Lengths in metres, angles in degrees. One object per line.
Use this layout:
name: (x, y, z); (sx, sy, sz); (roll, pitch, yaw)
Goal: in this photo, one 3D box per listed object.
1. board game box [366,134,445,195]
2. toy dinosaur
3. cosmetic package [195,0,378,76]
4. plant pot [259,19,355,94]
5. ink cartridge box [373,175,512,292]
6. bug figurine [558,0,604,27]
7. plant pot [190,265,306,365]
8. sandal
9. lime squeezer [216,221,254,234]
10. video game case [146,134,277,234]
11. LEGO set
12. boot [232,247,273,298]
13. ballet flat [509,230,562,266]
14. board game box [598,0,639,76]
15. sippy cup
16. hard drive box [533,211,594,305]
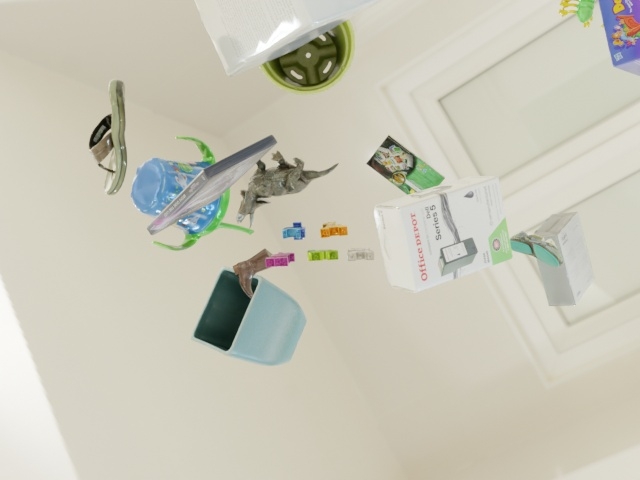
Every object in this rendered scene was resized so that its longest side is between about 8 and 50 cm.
board game box: (0.309, -0.254, 2.853); (0.260, 0.136, 0.030); (37, -165, -6)
toy dinosaur: (-0.107, -0.166, 2.118); (0.160, 0.314, 0.121); (71, 174, -65)
cosmetic package: (-0.075, -0.443, 1.331); (0.453, 0.162, 0.230); (5, 120, 67)
plant pot: (-0.040, -0.545, 2.259); (0.276, 0.276, 0.254); (58, -176, -4)
ink cartridge box: (0.278, -0.018, 1.769); (0.115, 0.273, 0.198); (11, 116, 64)
bug figurine: (0.662, -0.577, 1.779); (0.279, 0.216, 0.072); (13, 178, -19)
plant pot: (-0.192, 0.251, 2.385); (0.252, 0.247, 0.247); (29, -101, -34)
sandal: (-0.506, -0.246, 1.865); (0.086, 0.302, 0.120); (-2, -141, -18)
lime squeezer: (-0.343, -0.102, 2.536); (0.310, 0.110, 0.059); (50, -176, 31)
video game case: (-0.224, -0.111, 1.598); (0.196, 0.274, 0.026); (-35, -89, -42)
LEGO set: (0.000, 0.000, 1.673); (0.093, 0.227, 0.086); (-65, -28, -79)
boot: (-0.167, 0.088, 2.131); (0.106, 0.114, 0.037); (63, -178, -1)
ballet flat: (0.578, 0.015, 2.069); (0.070, 0.070, 0.188); (44, 172, -36)
board game box: (0.646, -0.443, 1.544); (0.347, 0.078, 0.233); (-4, -98, -51)
sippy cup: (-0.426, -0.142, 2.326); (0.224, 0.240, 0.305); (15, -129, -48)
hard drive box: (0.733, 0.055, 2.370); (0.181, 0.089, 0.232); (-34, -69, -46)
